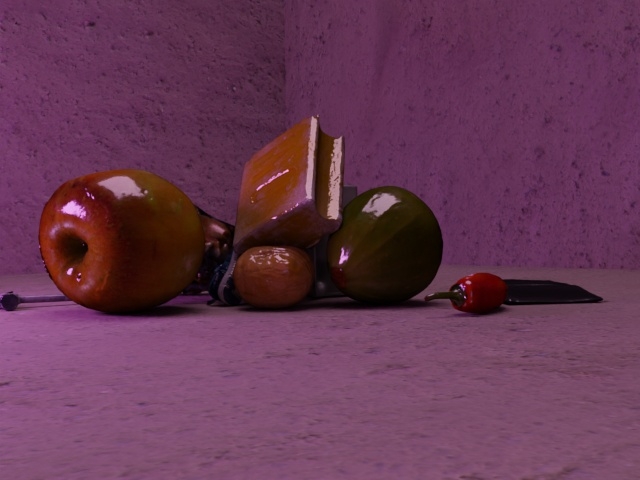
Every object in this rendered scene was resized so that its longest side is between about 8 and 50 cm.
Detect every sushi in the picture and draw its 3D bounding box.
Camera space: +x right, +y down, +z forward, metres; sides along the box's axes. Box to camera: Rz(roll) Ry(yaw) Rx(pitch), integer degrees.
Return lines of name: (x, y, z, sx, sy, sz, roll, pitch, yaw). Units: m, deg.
sushi: (-0.413, 0.037, 2.163, 0.418, 0.175, 0.417, 5, -32, 3)

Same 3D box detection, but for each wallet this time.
wallet: (0.553, 0.132, 1.991, 0.247, 0.041, 0.323, -2, 4, -6)

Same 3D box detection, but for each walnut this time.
walnut: (-0.114, 0.089, 1.839, 0.197, 0.165, 0.165, -9, -1, 14)

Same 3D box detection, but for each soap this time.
soap: (-0.080, -0.122, 1.973, 0.294, 0.335, 0.156, -27, -49, 31)

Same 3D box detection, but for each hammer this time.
hammer: (-0.645, 0.154, 2.037, 0.427, 0.044, 0.152, 0, 0, -27)

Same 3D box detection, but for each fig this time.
fig: (0.145, 0.026, 1.896, 0.316, 0.316, 0.316, -1, 1, 0)

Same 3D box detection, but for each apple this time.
apple: (-0.470, -0.007, 1.829, 0.384, 0.374, 0.374, 20, 12, 32)

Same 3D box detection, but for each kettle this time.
kettle: (0.014, 0.000, 2.169, 0.205, 0.317, 0.265, 0, 1, -16)

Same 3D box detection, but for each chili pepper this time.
chili pepper: (0.358, 0.127, 1.732, 0.137, 0.091, 0.368, -21, -14, 23)

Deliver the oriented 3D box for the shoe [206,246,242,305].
shoe: (-0.234, 0.078, 1.981, 0.106, 0.207, 0.091, -6, -41, 38)
